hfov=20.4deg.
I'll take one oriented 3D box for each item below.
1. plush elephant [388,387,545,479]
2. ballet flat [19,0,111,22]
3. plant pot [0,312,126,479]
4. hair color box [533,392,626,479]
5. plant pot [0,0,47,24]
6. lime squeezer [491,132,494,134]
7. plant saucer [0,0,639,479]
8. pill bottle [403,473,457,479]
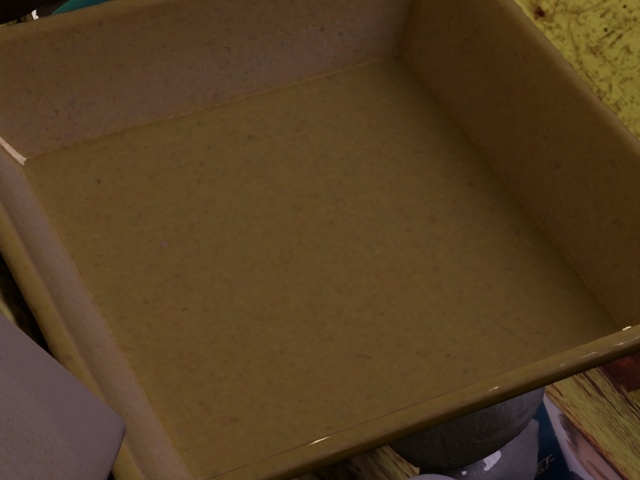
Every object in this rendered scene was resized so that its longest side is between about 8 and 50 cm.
[{"bbox_3d":[0.067,0.042,1.131,0.330,0.271,0.255,19,39,21],"label":"plush elephant"},{"bbox_3d":[-0.143,-0.142,1.230,0.123,0.123,0.348,42,9,-35],"label":"ballet flat"},{"bbox_3d":[-0.127,0.071,0.444,0.109,0.109,0.096,45,22,-24],"label":"plant pot"},{"bbox_3d":[0.184,0.241,1.190,0.174,0.105,0.347,47,9,-10],"label":"hair color box"},{"bbox_3d":[-0.209,-0.246,1.050,0.263,0.263,0.229,43,30,-33],"label":"plant pot"},{"bbox_3d":[0.137,-0.046,1.043,0.110,0.059,0.310,48,15,-47],"label":"lime squeezer"},{"bbox_3d":[-0.005,-0.011,0.929,0.332,0.333,0.081,56,-26,37],"label":"plant saucer"},{"bbox_3d":[0.068,0.185,0.951,0.078,0.078,0.137,45,10,-20],"label":"pill bottle"}]
